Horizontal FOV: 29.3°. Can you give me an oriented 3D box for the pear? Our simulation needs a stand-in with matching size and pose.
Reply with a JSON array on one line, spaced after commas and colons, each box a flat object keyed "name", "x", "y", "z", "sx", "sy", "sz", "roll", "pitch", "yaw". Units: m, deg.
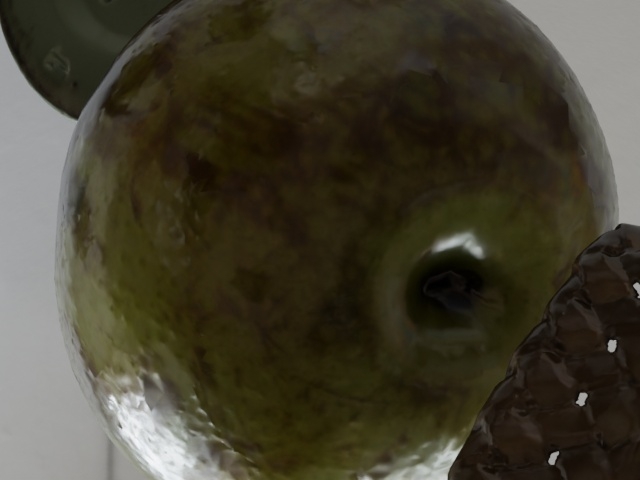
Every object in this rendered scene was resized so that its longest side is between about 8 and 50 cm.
[{"name": "pear", "x": 0.000, "y": 0.000, "z": 0.582, "sx": 0.283, "sy": 0.283, "sz": 0.283, "roll": 1, "pitch": -78, "yaw": 6}]

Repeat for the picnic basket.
[{"name": "picnic basket", "x": 0.077, "y": 0.095, "z": 0.325, "sx": 0.110, "sy": 0.055, "sz": 0.193, "roll": 39, "pitch": -105, "yaw": -33}]

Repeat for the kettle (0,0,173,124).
[{"name": "kettle", "x": -0.021, "y": -0.205, "z": 0.870, "sx": 0.247, "sy": 0.342, "sz": 0.319, "roll": -4, "pitch": -96, "yaw": 31}]
